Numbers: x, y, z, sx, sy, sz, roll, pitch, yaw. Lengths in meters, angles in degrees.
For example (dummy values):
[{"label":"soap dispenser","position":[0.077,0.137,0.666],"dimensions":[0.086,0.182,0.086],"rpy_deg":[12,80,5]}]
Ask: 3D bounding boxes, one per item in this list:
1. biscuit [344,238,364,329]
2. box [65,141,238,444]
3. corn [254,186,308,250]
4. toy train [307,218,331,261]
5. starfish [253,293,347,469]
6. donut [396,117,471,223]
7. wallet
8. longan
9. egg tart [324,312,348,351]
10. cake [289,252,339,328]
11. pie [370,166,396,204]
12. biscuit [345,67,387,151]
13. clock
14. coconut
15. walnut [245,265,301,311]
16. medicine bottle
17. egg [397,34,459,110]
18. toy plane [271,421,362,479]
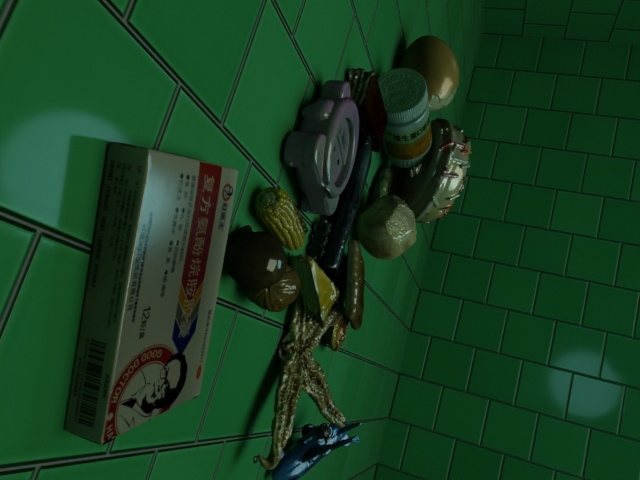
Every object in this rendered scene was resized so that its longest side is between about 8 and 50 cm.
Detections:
[{"label":"biscuit","position":[0.102,0.135,1.557],"dimensions":[0.325,0.044,0.217],"rpy_deg":[69,24,-73]},{"label":"box","position":[-0.213,0.062,0.728],"dimensions":[0.214,0.069,0.352],"rpy_deg":[-3,106,-70]},{"label":"corn","position":[-0.071,-0.038,1.058],"dimensions":[0.203,0.072,0.071],"rpy_deg":[62,44,-62]},{"label":"toy train","position":[0.000,0.000,1.320],"dimensions":[0.064,0.044,0.103],"rpy_deg":[41,63,-75]},{"label":"starfish","position":[-0.028,0.321,1.317],"dimensions":[0.324,0.083,0.431],"rpy_deg":[37,52,-55]},{"label":"donut","position":[0.384,-0.232,1.871],"dimensions":[0.383,0.143,0.382],"rpy_deg":[-163,-90,-77]},{"label":"wallet","position":[0.072,-0.076,1.420],"dimensions":[0.190,0.046,0.378],"rpy_deg":[90,16,-71]},{"label":"longan","position":[-0.115,0.027,0.937],"dimensions":[0.119,0.106,0.106],"rpy_deg":[61,11,16]},{"label":"egg tart","position":[0.045,0.257,1.584],"dimensions":[0.130,0.052,0.130],"rpy_deg":[14,90,-70]},{"label":"cake","position":[-0.028,0.116,1.233],"dimensions":[0.185,0.080,0.116],"rpy_deg":[51,56,-55]},{"label":"pie","position":[0.211,-0.129,1.819],"dimensions":[0.240,0.054,0.240],"rpy_deg":[12,90,-73]},{"label":"biscuit","position":[0.113,-0.331,1.398],"dimensions":[0.252,0.070,0.106],"rpy_deg":[52,51,-65]},{"label":"clock","position":[0.015,-0.201,1.175],"dimensions":[0.227,0.090,0.247],"rpy_deg":[72,33,-56]},{"label":"coconut","position":[0.201,-0.031,1.651],"dimensions":[0.194,0.195,0.194],"rpy_deg":[12,90,-71]},{"label":"walnut","position":[-0.088,0.083,1.030],"dimensions":[0.124,0.105,0.105],"rpy_deg":[1,100,-78]},{"label":"medicine bottle","position":[0.253,-0.355,1.645],"dimensions":[0.318,0.158,0.158],"rpy_deg":[59,46,-64]},{"label":"egg","position":[0.339,-0.525,1.729],"dimensions":[0.201,0.201,0.244],"rpy_deg":[-10,99,-69]},{"label":"toy plane","position":[-0.021,0.540,1.421],"dimensions":[0.271,0.254,0.105],"rpy_deg":[-12,80,-39]}]
